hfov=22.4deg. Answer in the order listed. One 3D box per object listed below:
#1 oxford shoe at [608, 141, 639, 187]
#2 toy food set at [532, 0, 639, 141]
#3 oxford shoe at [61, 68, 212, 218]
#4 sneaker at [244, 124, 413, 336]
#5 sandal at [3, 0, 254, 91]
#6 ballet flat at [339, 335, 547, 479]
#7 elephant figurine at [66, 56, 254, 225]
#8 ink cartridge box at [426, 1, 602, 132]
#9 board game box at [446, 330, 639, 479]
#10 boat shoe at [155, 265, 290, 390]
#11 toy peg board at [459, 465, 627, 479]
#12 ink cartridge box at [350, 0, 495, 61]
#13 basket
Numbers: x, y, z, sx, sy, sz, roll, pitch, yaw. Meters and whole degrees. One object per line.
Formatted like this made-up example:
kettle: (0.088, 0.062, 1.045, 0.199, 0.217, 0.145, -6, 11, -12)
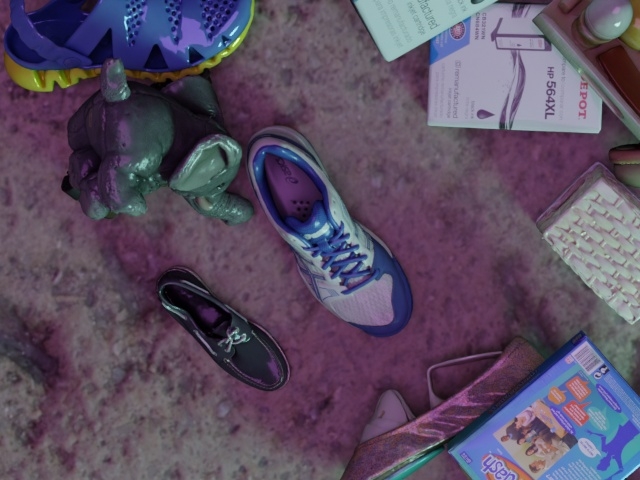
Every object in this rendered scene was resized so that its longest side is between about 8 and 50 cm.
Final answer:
oxford shoe: (0.501, -0.043, 1.869, 0.348, 0.123, 0.130, 9, 101, 5)
toy food set: (0.405, -0.254, 1.808, 0.306, 0.092, 0.220, -43, 91, -22)
oxford shoe: (-0.205, -0.119, 1.969, 0.227, 0.083, 0.096, -45, 117, 6)
sneaker: (0.000, 0.000, 1.926, 0.112, 0.131, 0.296, -37, 94, 8)
sandal: (-0.235, -0.258, 1.899, 0.317, 0.138, 0.126, -12, 64, 5)
ballet flat: (0.135, 0.213, 1.966, 0.316, 0.107, 0.106, -29, 78, 3)
elephant figurine: (-0.161, -0.108, 1.873, 0.239, 0.186, 0.169, -4, 83, -29)
ink cartridge box: (0.230, -0.204, 1.894, 0.203, 0.086, 0.148, 2, 98, 7)
board game box: (0.276, 0.233, 1.879, 0.210, 0.047, 0.160, -40, 92, 5)
boat shoe: (-0.123, 0.115, 1.988, 0.206, 0.065, 0.075, 43, 100, -1)
toy peg board: (0.285, 0.288, 1.972, 0.161, 0.079, 0.161, -34, 92, 25)
ink cartridge box: (0.174, -0.410, 1.739, 0.395, 0.285, 0.166, -29, 60, 5)
basket: (0.347, 0.005, 1.901, 0.167, 0.103, 0.113, 44, 101, -2)
